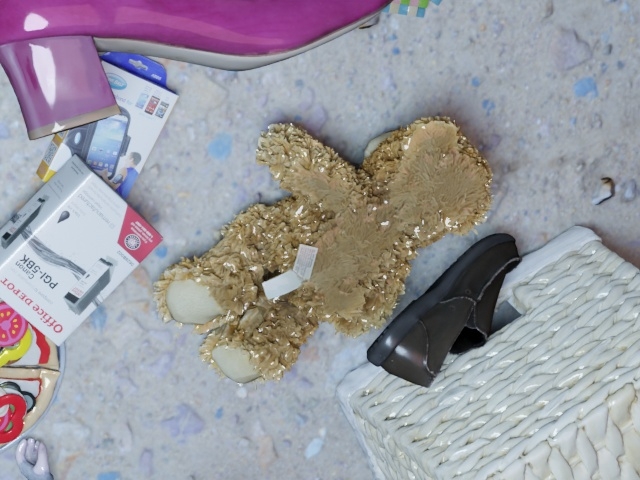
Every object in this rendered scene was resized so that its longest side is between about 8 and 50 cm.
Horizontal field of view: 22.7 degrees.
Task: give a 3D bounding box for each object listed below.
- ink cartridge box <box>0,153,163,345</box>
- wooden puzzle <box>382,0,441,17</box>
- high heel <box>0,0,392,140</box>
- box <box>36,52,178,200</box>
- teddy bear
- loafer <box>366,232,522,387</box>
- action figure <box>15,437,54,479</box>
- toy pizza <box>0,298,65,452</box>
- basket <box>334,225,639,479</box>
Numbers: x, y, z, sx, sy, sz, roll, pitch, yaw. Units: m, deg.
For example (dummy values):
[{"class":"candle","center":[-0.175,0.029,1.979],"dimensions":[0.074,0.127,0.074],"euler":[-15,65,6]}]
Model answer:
[{"class":"ink cartridge box","center":[-0.221,0.010,1.395],"dimensions":[0.135,0.056,0.099],"euler":[-47,122,-2]},{"class":"wooden puzzle","center":[0.080,-0.236,1.500],"dimensions":[0.083,0.006,0.049],"euler":[4,108,-26]},{"class":"high heel","center":[-0.109,-0.224,1.364],"dimensions":[0.377,0.127,0.181],"euler":[-22,97,-29]},{"class":"box","center":[-0.186,-0.101,1.418],"dimensions":[0.081,0.028,0.136],"euler":[23,101,-30]},{"class":"teddy bear","center":[0.000,0.000,1.511],"dimensions":[0.245,0.113,0.338],"euler":[34,101,-25]},{"class":"loafer","center":[0.133,0.074,1.556],"dimensions":[0.078,0.080,0.220],"euler":[45,55,6]},{"class":"action figure","center":[-0.174,0.345,1.463],"dimensions":[0.370,0.248,0.275],"euler":[10,95,-43]},{"class":"toy pizza","center":[-0.326,0.117,1.434],"dimensions":[0.201,0.032,0.201],"euler":[-9,113,-22]},{"class":"basket","center":[0.252,0.229,1.613],"dimensions":[0.328,0.266,0.331],"euler":[-32,121,-11]}]
